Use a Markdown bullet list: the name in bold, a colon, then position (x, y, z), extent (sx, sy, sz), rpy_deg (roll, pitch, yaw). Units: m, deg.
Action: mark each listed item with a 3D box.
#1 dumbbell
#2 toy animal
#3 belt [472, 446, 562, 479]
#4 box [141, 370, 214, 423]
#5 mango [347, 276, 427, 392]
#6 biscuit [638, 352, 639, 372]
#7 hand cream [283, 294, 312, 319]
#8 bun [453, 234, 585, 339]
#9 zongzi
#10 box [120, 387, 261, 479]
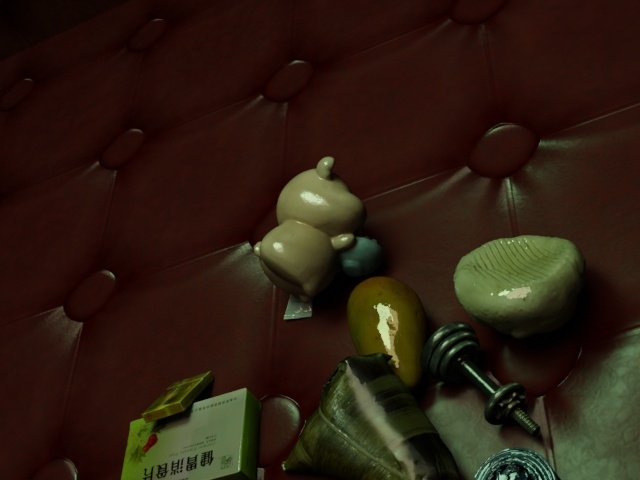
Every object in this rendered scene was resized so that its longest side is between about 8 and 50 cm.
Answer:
- **dumbbell**: position (0.257, 0.226, 1.624), extent (0.110, 0.110, 0.254), rpy_deg (-41, 47, -5)
- **toy animal**: position (-0.020, -0.006, 1.944), extent (0.221, 0.210, 0.229), rpy_deg (-25, 75, -14)
- **belt**: position (0.284, 0.392, 1.454), extent (0.141, 0.082, 0.190), rpy_deg (-20, 42, 28)
- **box**: position (-0.267, 0.293, 1.925), extent (0.089, 0.022, 0.156), rpy_deg (-18, 10, 21)
- **mango**: position (0.122, 0.158, 1.766), extent (0.138, 0.113, 0.253), rpy_deg (-31, 43, 12)
- **biscuit**: position (0.548, 0.176, 1.517), extent (0.152, 0.020, 0.152), rpy_deg (-21, 42, 20)
- **hand cream**: position (-0.029, 0.062, 2.031), extent (0.052, 0.038, 0.216), rpy_deg (-32, 40, 45)
- **bun**: position (0.333, 0.083, 1.671), extent (0.231, 0.133, 0.231), rpy_deg (-16, 21, 6)
- **zongzi**: position (0.067, 0.367, 1.630), extent (0.288, 0.134, 0.286), rpy_deg (-52, 52, 25)
- **box**: position (-0.236, 0.384, 1.850), extent (0.261, 0.062, 0.175), rpy_deg (-18, 43, 20)
